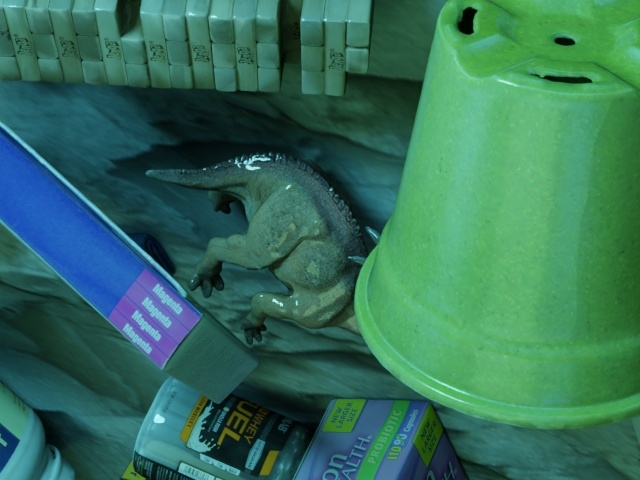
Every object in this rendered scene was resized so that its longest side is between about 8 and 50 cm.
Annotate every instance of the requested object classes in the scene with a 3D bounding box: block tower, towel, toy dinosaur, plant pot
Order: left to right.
[{"bbox_3d":[-0.205,0.019,1.687,0.119,0.029,0.067,-1,133,32],"label":"towel"},{"bbox_3d":[-0.128,-0.177,1.301,0.336,0.097,0.091,4,146,3],"label":"block tower"},{"bbox_3d":[0.000,0.000,1.478,0.295,0.127,0.200,46,138,-14],"label":"toy dinosaur"},{"bbox_3d":[0.167,-0.048,1.248,0.276,0.276,0.254,14,127,17],"label":"plant pot"}]

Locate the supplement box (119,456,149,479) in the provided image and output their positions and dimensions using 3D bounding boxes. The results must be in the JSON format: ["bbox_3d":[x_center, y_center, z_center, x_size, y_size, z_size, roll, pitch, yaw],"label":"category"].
[{"bbox_3d":[-0.120,0.286,1.869,0.188,0.104,0.080,12,138,19],"label":"supplement box"}]

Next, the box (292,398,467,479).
[{"bbox_3d":[0.066,0.317,1.708,0.117,0.213,0.243,-2,132,32],"label":"box"}]

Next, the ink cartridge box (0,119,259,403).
[{"bbox_3d":[-0.212,-0.004,1.447,0.324,0.071,0.330,41,176,15],"label":"ink cartridge box"}]

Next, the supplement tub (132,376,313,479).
[{"bbox_3d":[-0.089,0.223,1.772,0.190,0.117,0.117,22,140,7],"label":"supplement tub"}]

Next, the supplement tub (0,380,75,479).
[{"bbox_3d":[-0.457,0.224,1.894,0.325,0.235,0.235,45,138,-20],"label":"supplement tub"}]

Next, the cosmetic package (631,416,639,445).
[{"bbox_3d":[0.332,0.161,1.504,0.099,0.060,0.239,0,133,28],"label":"cosmetic package"}]
